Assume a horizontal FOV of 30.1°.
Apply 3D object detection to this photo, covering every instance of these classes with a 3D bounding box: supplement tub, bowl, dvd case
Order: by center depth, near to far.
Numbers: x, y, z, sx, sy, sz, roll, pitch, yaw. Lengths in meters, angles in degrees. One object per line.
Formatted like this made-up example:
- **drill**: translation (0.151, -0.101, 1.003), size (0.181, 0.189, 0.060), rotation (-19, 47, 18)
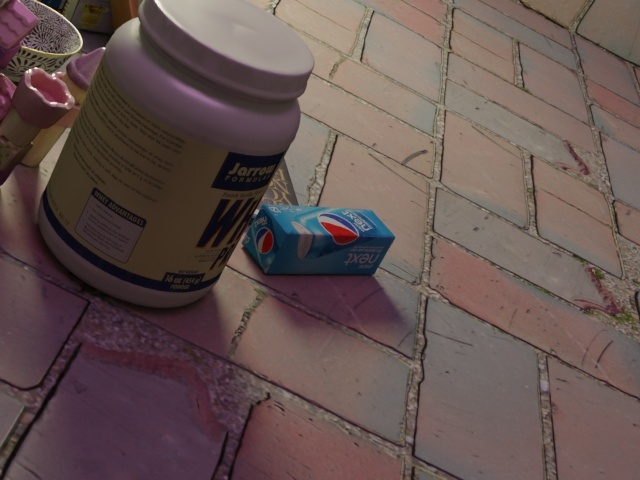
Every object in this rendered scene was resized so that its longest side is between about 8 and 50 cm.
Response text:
- **supplement tub**: translation (-0.166, -0.111, 1.374), size (0.235, 0.325, 0.235), rotation (23, 27, -13)
- **bowl**: translation (-0.428, -0.276, 1.673), size (0.170, 0.080, 0.170), rotation (23, 27, -13)
- **dvd case**: translation (-0.111, -0.088, 1.735), size (0.164, 0.018, 0.221), rotation (18, 29, -23)

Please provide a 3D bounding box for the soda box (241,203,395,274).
- **soda box**: translation (0.000, 0.000, 1.632), size (0.210, 0.071, 0.067), rotation (1, 38, -44)

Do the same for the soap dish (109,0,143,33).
- **soap dish**: translation (-0.238, -0.410, 1.925), size (0.229, 0.118, 0.291), rotation (-3, 80, -45)

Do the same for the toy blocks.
- **toy blocks**: translation (-0.404, -0.219, 1.345), size (0.288, 0.260, 0.309), rotation (43, 27, -3)

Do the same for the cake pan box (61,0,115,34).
- **cake pan box**: translation (-0.373, -0.440, 2.034), size (0.246, 0.070, 0.267), rotation (2, 37, -47)

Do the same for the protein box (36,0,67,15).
- **protein box**: translation (-0.509, -0.433, 1.803), size (0.201, 0.136, 0.200), rotation (-5, 43, -49)
